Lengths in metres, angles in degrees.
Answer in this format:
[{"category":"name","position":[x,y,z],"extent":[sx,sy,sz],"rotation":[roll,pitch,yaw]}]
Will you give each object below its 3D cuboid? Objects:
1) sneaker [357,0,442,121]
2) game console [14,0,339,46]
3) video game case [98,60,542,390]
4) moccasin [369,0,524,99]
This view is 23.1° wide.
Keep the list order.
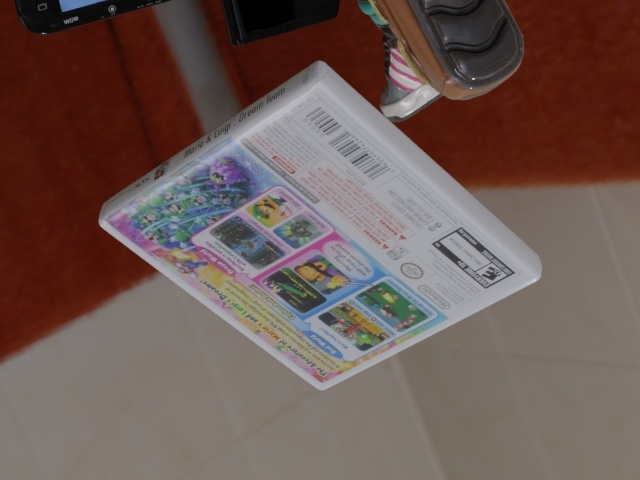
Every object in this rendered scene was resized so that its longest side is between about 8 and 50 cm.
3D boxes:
[{"category":"sneaker","position":[0.108,-0.256,1.899],"extent":[0.124,0.178,0.295],"rotation":[-36,-177,-23]},{"category":"game console","position":[-0.159,-0.300,1.704],"extent":[0.361,0.213,0.044],"rotation":[-19,-162,-18]},{"category":"video game case","position":[0.000,0.000,0.736],"extent":[0.143,0.157,0.019],"rotation":[-30,-145,32]},{"category":"moccasin","position":[0.075,-0.315,1.518],"extent":[0.139,0.380,0.147],"rotation":[-33,-171,-15]}]
